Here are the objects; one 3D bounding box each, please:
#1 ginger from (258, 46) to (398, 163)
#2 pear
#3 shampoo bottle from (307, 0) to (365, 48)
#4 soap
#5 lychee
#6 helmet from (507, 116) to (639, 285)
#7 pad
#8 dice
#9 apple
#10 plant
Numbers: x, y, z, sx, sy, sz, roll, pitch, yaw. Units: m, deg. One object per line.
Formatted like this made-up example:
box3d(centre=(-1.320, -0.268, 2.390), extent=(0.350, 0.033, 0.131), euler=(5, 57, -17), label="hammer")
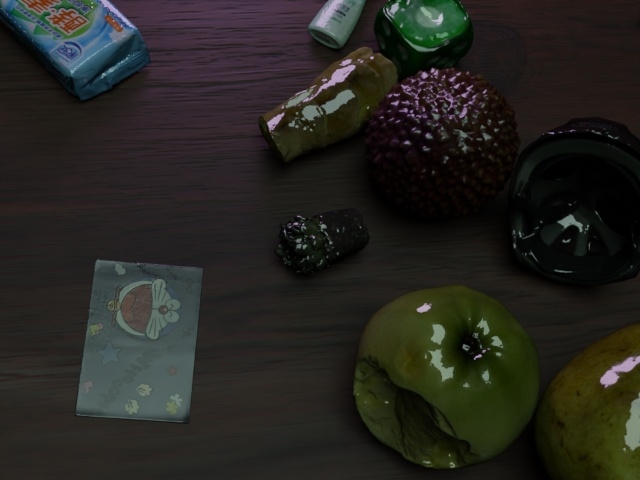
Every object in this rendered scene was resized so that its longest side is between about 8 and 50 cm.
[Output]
box3d(centre=(0.019, -0.218, 1.713), extent=(0.263, 0.109, 0.116), euler=(-34, 103, -19), label="ginger")
box3d(centre=(0.452, 0.266, 1.467), extent=(0.304, 0.304, 0.303), euler=(3, 67, -7), label="pear")
box3d(centre=(0.052, -0.418, 1.836), extent=(0.069, 0.041, 0.190), euler=(27, 66, 10), label="shampoo bottle")
box3d(centre=(-0.427, -0.365, 1.727), extent=(0.293, 0.077, 0.156), euler=(43, 68, 11), label="soap")
box3d(centre=(0.196, -0.153, 1.628), extent=(0.271, 0.271, 0.271), euler=(3, 67, -7), label="lychee")
box3d(centre=(0.415, -0.084, 1.623), extent=(0.225, 0.305, 0.177), euler=(14, 40, 16), label="helmet")
box3d(centre=(-0.266, 0.148, 1.576), extent=(0.170, 0.006, 0.245), euler=(6, 66, -6), label="pad")
box3d(centre=(0.173, -0.349, 1.782), extent=(0.131, 0.120, 0.128), euler=(-28, 75, -15), label="dice")
box3d(centre=(0.182, 0.190, 1.494), extent=(0.279, 0.279, 0.279), euler=(3, 67, -7), label="apple")
box3d(centre=(0.000, 0.000, 1.632), extent=(0.143, 0.094, 0.092), euler=(-17, 85, -26), label="plant")
